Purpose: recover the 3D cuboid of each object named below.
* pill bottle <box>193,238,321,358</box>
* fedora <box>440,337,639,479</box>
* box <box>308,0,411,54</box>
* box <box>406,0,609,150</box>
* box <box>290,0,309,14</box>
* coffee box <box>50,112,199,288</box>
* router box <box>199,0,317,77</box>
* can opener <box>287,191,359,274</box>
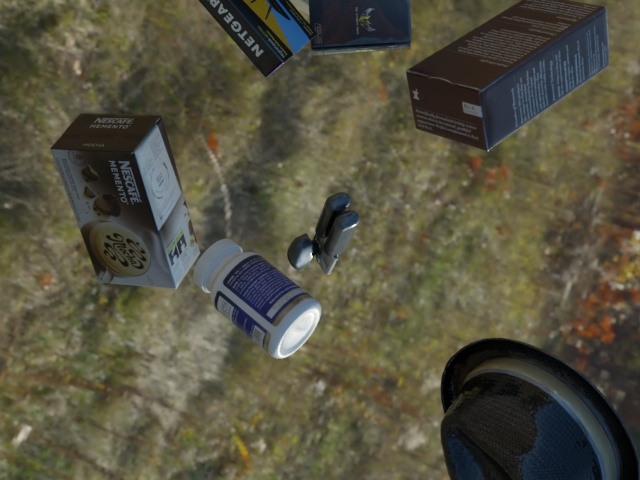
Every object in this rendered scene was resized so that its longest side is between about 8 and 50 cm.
[{"bbox_3d":[-0.140,0.120,2.340,0.153,0.265,0.153,-41,155,-24],"label":"pill bottle"},{"bbox_3d":[0.279,0.309,1.546,0.152,0.334,0.334,-36,143,-42],"label":"fedora"},{"bbox_3d":[0.069,-0.458,1.974,0.059,0.183,0.232,4,83,-86],"label":"box"},{"bbox_3d":[0.368,-0.331,2.098,0.381,0.191,0.143,-32,127,-29],"label":"box"},{"bbox_3d":[0.044,-0.545,2.139,0.232,0.148,0.127,-51,154,2],"label":"box"},{"bbox_3d":[-0.339,-0.069,1.925,0.119,0.168,0.297,-63,150,-47],"label":"coffee box"},{"bbox_3d":[-0.100,-0.344,1.633,0.046,0.179,0.133,-36,-170,37],"label":"router box"},{"bbox_3d":[0.000,0.000,1.999,0.095,0.076,0.283,-23,166,-15],"label":"can opener"}]
